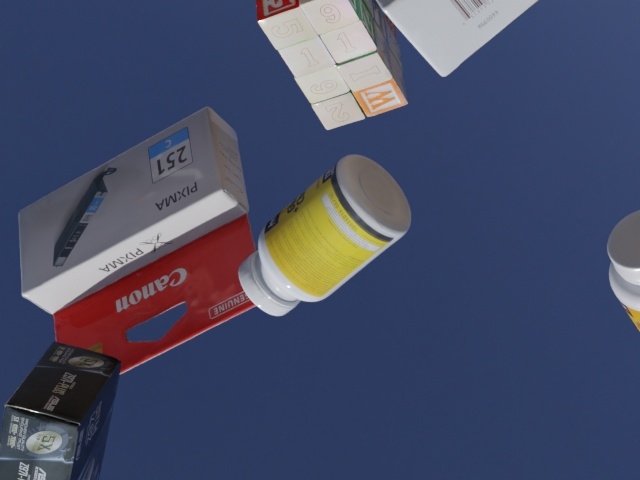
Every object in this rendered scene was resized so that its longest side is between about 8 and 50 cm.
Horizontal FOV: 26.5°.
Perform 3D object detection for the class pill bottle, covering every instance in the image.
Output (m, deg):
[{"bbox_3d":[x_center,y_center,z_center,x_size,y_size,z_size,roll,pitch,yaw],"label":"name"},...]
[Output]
[{"bbox_3d":[0.400,0.058,1.529,0.215,0.117,0.117,49,-151,-40],"label":"pill bottle"},{"bbox_3d":[0.000,0.000,1.431,0.103,0.184,0.103,35,-148,-26],"label":"pill bottle"}]

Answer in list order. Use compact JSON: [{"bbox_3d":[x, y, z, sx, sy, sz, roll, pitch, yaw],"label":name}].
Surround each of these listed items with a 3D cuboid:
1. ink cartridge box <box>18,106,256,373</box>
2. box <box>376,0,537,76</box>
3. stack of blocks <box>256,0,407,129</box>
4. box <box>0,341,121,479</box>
[{"bbox_3d":[-0.219,0.014,1.609,0.066,0.296,0.261,42,-153,-48],"label":"ink cartridge box"},{"bbox_3d":[0.103,-0.243,1.144,0.091,0.130,0.170,42,-164,-36],"label":"box"},{"bbox_3d":[-0.015,-0.264,1.269,0.297,0.087,0.171,55,-156,-49],"label":"stack of blocks"},{"bbox_3d":[-0.270,0.217,1.370,0.078,0.180,0.147,15,-159,3],"label":"box"}]
